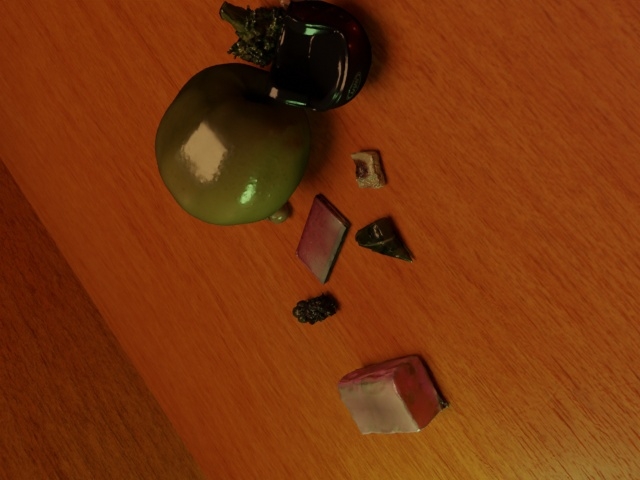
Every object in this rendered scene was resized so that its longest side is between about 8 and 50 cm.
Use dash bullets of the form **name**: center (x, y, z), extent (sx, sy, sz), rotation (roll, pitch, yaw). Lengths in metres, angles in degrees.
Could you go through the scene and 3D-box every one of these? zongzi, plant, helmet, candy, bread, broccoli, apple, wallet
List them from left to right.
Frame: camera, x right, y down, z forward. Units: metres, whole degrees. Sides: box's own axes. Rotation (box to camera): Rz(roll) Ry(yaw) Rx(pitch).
- **apple**: center (-0.186, -0.216, 1.462), extent (0.357, 0.357, 0.357), rotation (31, 135, 37)
- **broccoli**: center (-0.146, -0.446, 1.392), extent (0.160, 0.167, 0.154), rotation (27, 156, -26)
- **plant**: center (-0.021, 0.186, 1.749), extent (0.174, 0.085, 0.087), rotation (-18, 59, 59)
- **helmet**: center (-0.003, -0.349, 1.249), extent (0.216, 0.193, 0.189), rotation (48, 135, 27)
- **wallet**: center (0.000, 0.000, 1.634), extent (0.119, 0.025, 0.232), rotation (46, 142, 21)
- **bread**: center (0.101, -0.149, 1.394), extent (0.070, 0.035, 0.083), rotation (9, 117, 48)
- **zongzi**: center (0.136, 0.015, 1.451), extent (0.119, 0.055, 0.109), rotation (52, 148, -6)
- **candy**: center (0.167, 0.378, 1.606), extent (0.156, 0.115, 0.265), rotation (60, 147, -2)

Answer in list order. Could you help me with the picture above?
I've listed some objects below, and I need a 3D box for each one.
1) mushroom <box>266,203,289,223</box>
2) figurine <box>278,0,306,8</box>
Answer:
- **mushroom**: center (-0.191, -0.136, 1.732), extent (0.270, 0.103, 0.118), rotation (45, 147, 7)
- **figurine**: center (-0.051, -0.528, 1.280), extent (0.114, 0.126, 0.157), rotation (-15, 135, 15)
